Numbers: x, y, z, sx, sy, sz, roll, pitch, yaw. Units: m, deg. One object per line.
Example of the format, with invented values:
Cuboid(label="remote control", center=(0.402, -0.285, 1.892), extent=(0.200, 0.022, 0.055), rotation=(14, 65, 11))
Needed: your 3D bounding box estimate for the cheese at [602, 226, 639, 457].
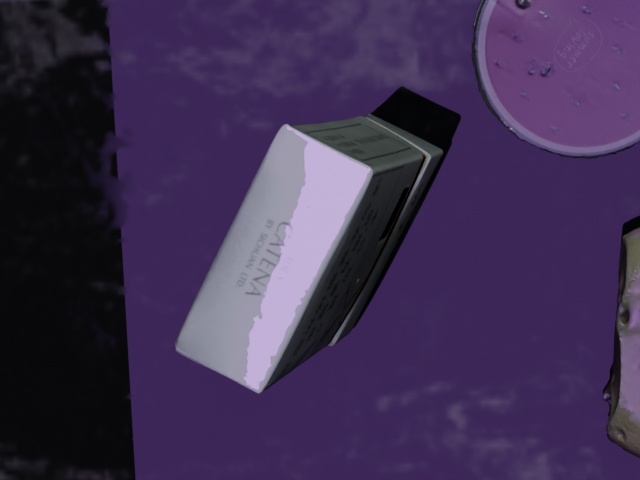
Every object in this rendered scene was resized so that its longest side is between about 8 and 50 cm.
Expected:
Cuboid(label="cheese", center=(0.204, 0.043, 0.698), extent=(0.192, 0.037, 0.097), rotation=(3, 99, 8))

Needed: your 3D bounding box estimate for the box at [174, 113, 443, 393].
Cuboid(label="box", center=(0.000, 0.000, 0.666), extent=(0.040, 0.154, 0.084), rotation=(26, 100, 9))

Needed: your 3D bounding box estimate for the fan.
Cuboid(label="fan", center=(0.081, -0.088, 0.719), extent=(0.133, 0.005, 0.085), rotation=(37, 102, 3))
